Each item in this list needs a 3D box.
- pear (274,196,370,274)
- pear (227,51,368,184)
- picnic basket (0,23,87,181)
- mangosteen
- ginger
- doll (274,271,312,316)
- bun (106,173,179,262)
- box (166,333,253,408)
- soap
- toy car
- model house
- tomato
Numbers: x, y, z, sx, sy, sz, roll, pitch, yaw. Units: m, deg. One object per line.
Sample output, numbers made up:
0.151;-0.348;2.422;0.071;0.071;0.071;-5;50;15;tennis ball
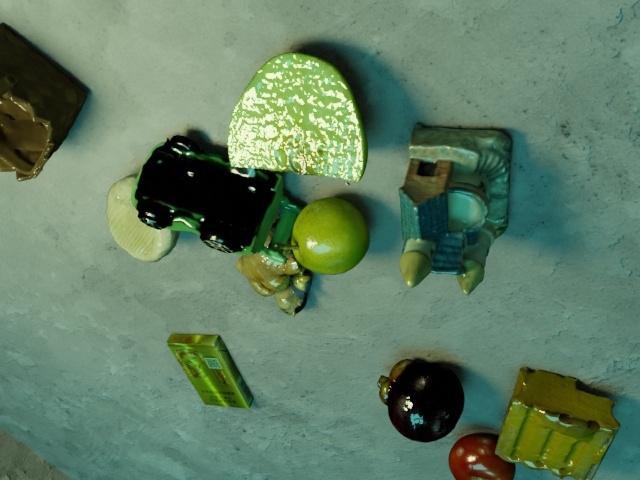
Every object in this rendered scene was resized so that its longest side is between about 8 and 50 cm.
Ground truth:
0.000;0.000;1.551;0.166;0.216;0.180;64;160;14;pear
-0.032;-0.253;1.382;0.288;0.139;0.239;9;119;21;pear
-0.706;-0.263;1.517;0.291;0.321;0.254;38;138;-12;picnic basket
0.250;0.406;1.850;0.250;0.211;0.211;24;145;43;mangosteen
-0.114;0.038;1.695;0.216;0.102;0.157;-40;83;32;ginger
-0.069;0.131;1.790;0.088;0.102;0.179;-11;139;-21;doll
-0.414;-0.058;1.713;0.231;0.133;0.231;21;126;32;bun
-0.337;0.406;2.188;0.173;0.043;0.311;-2;131;24;box
0.597;0.479;1.802;0.259;0.143;0.281;15;135;14;soap
-0.228;-0.085;1.574;0.358;0.213;0.176;16;166;10;toy car
0.244;-0.020;1.344;0.194;0.325;0.267;7;134;19;model house
0.458;0.631;2.006;0.195;0.136;0.195;11;132;13;tomato
